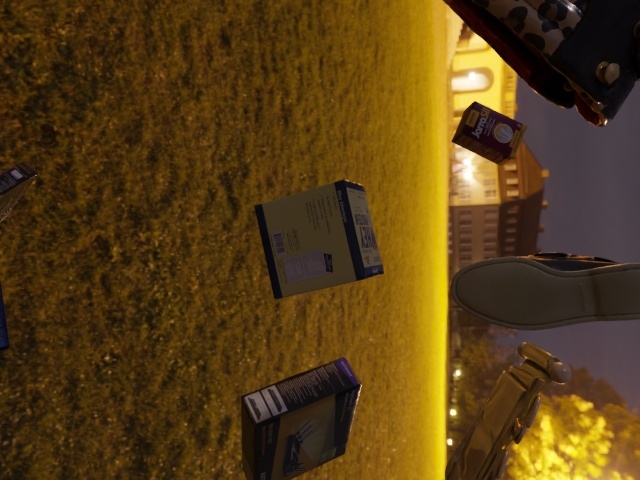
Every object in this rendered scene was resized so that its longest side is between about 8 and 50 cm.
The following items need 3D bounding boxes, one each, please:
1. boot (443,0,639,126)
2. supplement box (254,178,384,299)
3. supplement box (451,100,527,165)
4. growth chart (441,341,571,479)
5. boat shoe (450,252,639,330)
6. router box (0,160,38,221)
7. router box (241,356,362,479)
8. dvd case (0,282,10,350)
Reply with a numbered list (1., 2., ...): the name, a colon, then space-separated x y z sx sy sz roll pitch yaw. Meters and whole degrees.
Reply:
1. boot: 0.307 -0.208 0.406 0.284 0.377 0.138 -49 177 14
2. supplement box: 0.000 0.000 0.454 0.056 0.083 0.083 -2 79 -69
3. supplement box: 0.236 -0.150 0.745 0.043 0.083 0.055 128 -14 -81
4. growth chart: 0.149 0.195 0.484 0.237 0.021 0.172 -64 169 9
5. boat shoe: 0.405 0.082 0.921 0.113 0.340 0.127 0 83 -68
6. router box: -0.713 -0.083 1.164 0.046 0.179 0.133 44 28 -14
7. router box: -0.049 0.416 1.175 0.081 0.243 0.308 52 -31 40
8. dvd case: -0.788 0.170 1.089 0.253 0.022 0.180 -12 101 -48
